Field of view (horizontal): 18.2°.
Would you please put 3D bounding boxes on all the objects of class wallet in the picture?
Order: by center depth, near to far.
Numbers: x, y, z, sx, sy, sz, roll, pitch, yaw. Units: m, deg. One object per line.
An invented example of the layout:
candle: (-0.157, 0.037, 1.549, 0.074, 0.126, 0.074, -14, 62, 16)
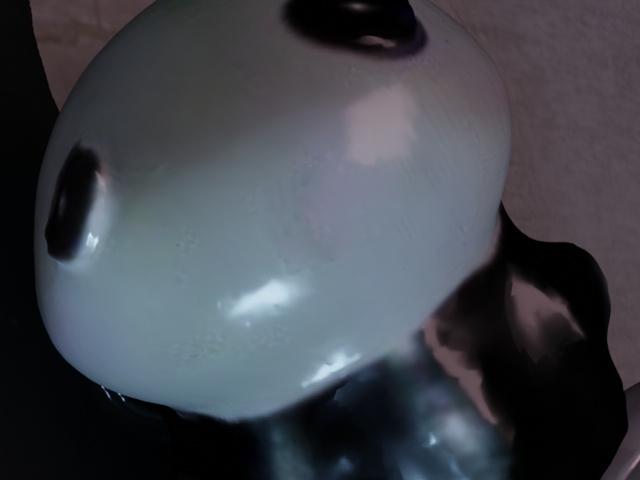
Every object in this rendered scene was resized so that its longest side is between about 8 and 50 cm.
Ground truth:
wallet: (-0.128, 0.071, 0.846, 0.197, 0.051, 0.377, -30, 101, -57)

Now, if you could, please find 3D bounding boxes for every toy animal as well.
toy animal: (-0.003, 0.014, 0.821, 0.267, 0.212, 0.212, 61, 36, -22)

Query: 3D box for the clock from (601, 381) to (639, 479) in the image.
clock: (0.233, 0.211, 1.040, 0.342, 0.184, 0.326, 40, 68, 8)
